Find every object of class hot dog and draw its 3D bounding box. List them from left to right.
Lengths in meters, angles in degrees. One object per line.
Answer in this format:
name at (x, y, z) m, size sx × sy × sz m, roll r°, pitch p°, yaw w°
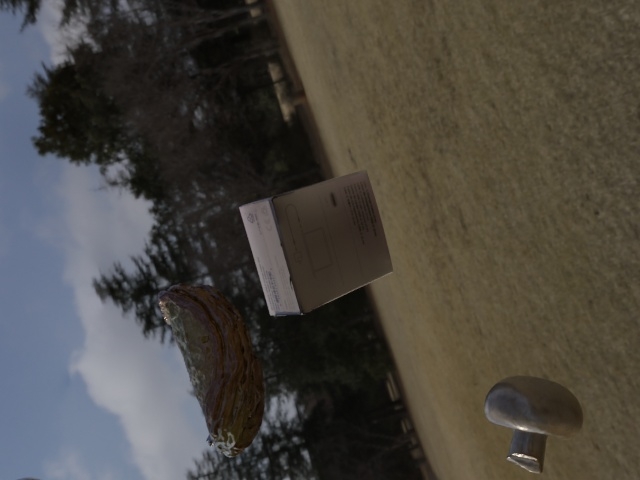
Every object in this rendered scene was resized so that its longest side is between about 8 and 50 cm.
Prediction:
hot dog at (-0.145, 0.179, 1.007) m, size 0.259 × 0.114 × 0.175 m, roll 61°, pitch 164°, yaw 25°

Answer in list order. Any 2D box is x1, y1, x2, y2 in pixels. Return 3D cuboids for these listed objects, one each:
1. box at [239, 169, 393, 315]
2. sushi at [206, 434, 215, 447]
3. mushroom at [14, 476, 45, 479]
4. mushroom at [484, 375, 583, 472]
box at (0.000, 0.000, 1.227) m, size 0.106 × 0.251 × 0.203 m, roll -11°, pitch 98°, yaw 49°
sushi at (-0.185, 0.383, 1.322) m, size 0.046 × 0.083 × 0.044 m, roll 36°, pitch -133°, yaw -11°
mushroom at (-0.469, 0.453, 0.986) m, size 0.207 × 0.215 × 0.208 m, roll -23°, pitch 64°, yaw 60°
mushroom at (0.450, 0.390, 1.454) m, size 0.204 × 0.204 × 0.204 m, roll 164°, pitch 90°, yaw -89°
